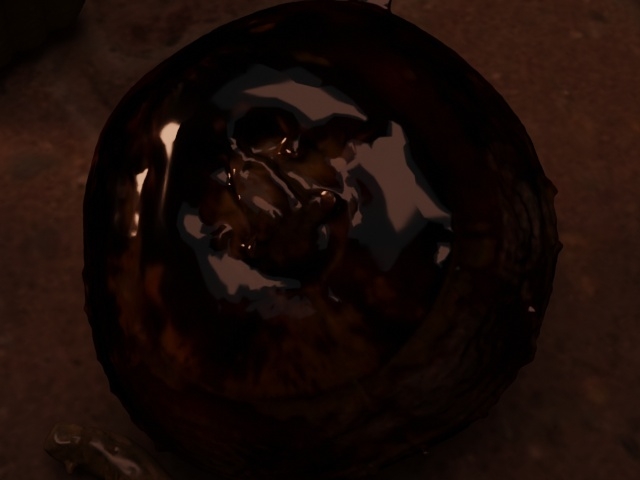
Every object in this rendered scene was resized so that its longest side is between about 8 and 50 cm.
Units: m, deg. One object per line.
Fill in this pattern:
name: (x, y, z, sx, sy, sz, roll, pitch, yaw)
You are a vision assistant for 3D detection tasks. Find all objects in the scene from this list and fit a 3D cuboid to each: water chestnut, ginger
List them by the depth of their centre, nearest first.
ginger: (-0.159, 0.249, 0.975, 0.149, 0.065, 0.259, 18, 55, 6)
water chestnut: (0.000, 0.000, 1.033, 0.350, 0.302, 0.351, 0, 92, 4)

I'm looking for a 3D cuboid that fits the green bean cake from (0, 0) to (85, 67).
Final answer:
green bean cake: (-0.347, -0.239, 1.249, 0.233, 0.124, 0.236, -32, 64, -23)
